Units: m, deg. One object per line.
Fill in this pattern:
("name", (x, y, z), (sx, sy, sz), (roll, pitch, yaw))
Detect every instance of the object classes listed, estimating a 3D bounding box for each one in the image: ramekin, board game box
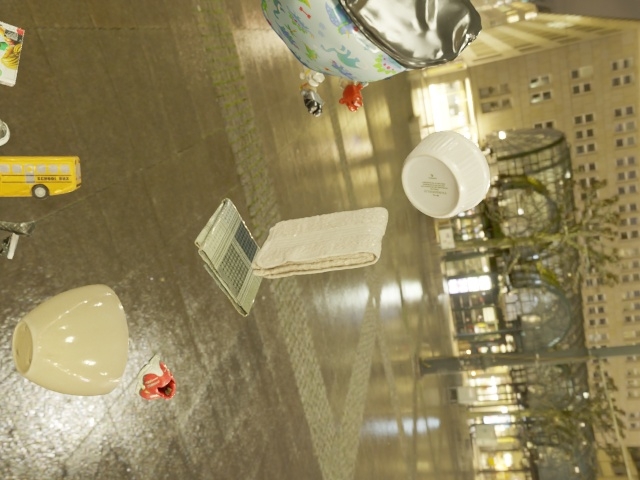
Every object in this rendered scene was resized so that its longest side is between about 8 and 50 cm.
("ramekin", (0.373, -0.194, 1.680), (0.127, 0.273, 0.272), (-34, 120, -35))
("board game box", (-1.145, -0.642, 1.753), (0.306, 0.053, 0.192), (11, 84, -40))

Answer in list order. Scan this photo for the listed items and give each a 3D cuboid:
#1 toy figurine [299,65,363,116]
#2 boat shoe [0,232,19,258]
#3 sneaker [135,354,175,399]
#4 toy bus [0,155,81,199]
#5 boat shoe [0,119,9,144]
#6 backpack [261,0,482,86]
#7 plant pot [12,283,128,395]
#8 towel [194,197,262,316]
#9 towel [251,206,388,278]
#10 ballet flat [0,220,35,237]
("toy figurine", (0.035, -0.519, 1.732), (0.213, 0.210, 0.148), (87, -9, -58))
("boat shoe", (-0.970, 0.015, 1.687), (0.040, 0.142, 0.049), (19, 51, -26))
("sneaker", (-0.524, 0.473, 1.752), (0.107, 0.118, 0.279), (-46, 168, -31))
("toy bus", (-0.929, -0.195, 1.680), (0.108, 0.333, 0.130), (-140, -130, -71))
("boat shoe", (-0.796, -0.215, 1.172), (0.077, 0.220, 0.070), (61, -17, 1))
("backpack", (0.050, -0.408, 0.913), (0.290, 0.273, 0.355), (38, 16, -31))
("plant pot", (-0.631, 0.251, 1.332), (0.191, 0.284, 0.283), (3, 77, -50))
("towel", (-0.305, 0.057, 1.887), (0.324, 0.056, 0.312), (-77, 144, -54))
("towel", (0.000, 0.000, 1.156), (0.187, 0.283, 0.049), (-69, 144, -54))
("ballet flat", (-0.880, -0.052, 1.508), (0.057, 0.173, 0.049), (-173, -81, -82))
